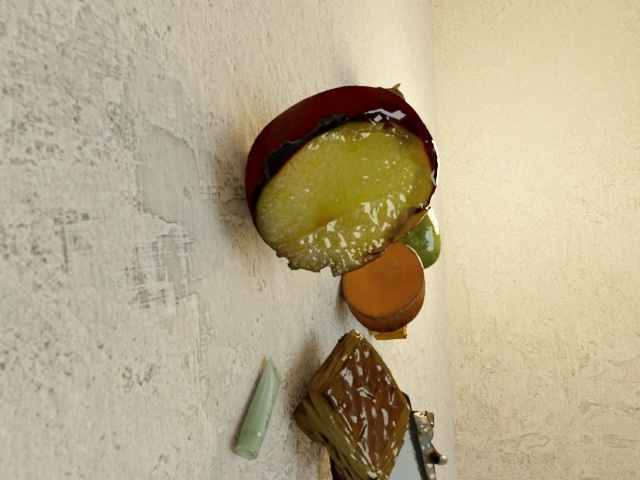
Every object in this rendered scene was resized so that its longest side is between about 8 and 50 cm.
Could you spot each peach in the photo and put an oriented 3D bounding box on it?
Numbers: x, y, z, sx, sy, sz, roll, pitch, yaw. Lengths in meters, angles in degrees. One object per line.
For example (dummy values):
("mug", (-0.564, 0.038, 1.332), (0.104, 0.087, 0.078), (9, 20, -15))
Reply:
("peach", (0.034, -0.127, 1.008), (0.416, 0.353, 0.339), (-41, 126, -43))

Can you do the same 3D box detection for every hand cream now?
("hand cream", (-0.120, 0.341, 0.998), (0.205, 0.050, 0.078), (-71, 146, -49))

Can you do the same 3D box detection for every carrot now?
("carrot", (0.200, 0.131, 1.512), (0.100, 0.258, 0.307), (87, 18, -53))

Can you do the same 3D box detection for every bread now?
("bread", (0.076, 0.426, 1.226), (0.324, 0.167, 0.277), (59, 39, -10))

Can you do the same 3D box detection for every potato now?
("potato", (0.386, -0.027, 1.997), (0.216, 0.216, 0.304), (-7, 96, -66))

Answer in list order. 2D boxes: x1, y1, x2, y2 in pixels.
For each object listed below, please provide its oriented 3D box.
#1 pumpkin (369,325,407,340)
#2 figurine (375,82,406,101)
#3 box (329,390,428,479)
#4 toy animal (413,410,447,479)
("pumpkin", (0.206, 0.249, 1.641), (0.190, 0.139, 0.280), (-43, 124, -65))
("figurine", (0.225, -0.439, 1.713), (0.247, 0.173, 0.177), (-67, 147, -45))
("box", (0.152, 0.576, 1.355), (0.290, 0.073, 0.289), (1, 68, -30))
("toy animal", (0.346, 0.746, 1.828), (0.302, 0.194, 0.344), (-99, -173, -47))
